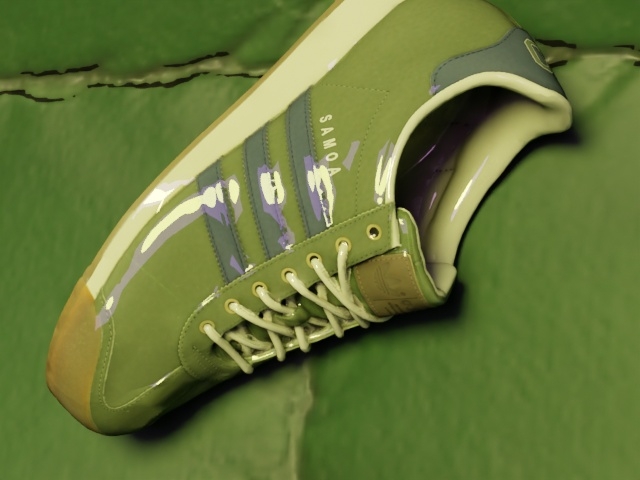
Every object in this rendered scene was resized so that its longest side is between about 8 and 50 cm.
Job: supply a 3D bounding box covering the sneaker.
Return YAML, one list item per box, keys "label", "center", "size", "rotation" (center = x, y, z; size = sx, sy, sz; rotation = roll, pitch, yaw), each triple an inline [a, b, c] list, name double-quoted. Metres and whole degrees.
- label: "sneaker"
  center: [0.000, 0.000, 0.437]
  size: [0.192, 0.064, 0.086]
  rotation: [-49, 56, -3]
